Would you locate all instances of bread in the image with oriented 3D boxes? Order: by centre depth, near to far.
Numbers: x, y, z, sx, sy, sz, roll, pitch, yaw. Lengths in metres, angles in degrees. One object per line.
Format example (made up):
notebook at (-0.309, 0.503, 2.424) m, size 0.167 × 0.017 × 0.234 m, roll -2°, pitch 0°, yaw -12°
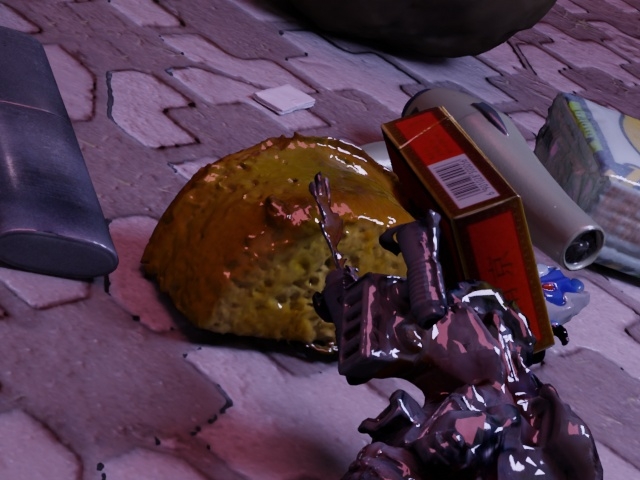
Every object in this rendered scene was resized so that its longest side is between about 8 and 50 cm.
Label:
bread at (-0.005, -0.002, 1.230) m, size 0.260 × 0.147 × 0.160 m, roll 11°, pitch 25°, yaw -28°

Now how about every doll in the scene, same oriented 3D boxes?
doll at (0.200, 0.065, 1.387) m, size 0.096 × 0.070 × 0.195 m, roll 1°, pitch 21°, yaw 20°

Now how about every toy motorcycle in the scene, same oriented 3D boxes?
toy motorcycle at (0.076, 0.100, 1.033) m, size 0.207 × 0.134 × 0.401 m, roll 7°, pitch 57°, yaw -33°

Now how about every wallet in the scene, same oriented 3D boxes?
wallet at (-0.040, -0.162, 1.678) m, size 0.044 × 0.011 × 0.083 m, roll 34°, pitch 25°, yaw 17°

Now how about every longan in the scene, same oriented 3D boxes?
longan at (0.141, -0.454, 1.975) m, size 0.436 × 0.404 × 0.404 m, roll 15°, pitch 26°, yaw -16°

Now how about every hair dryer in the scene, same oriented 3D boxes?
hair dryer at (0.147, -0.048, 1.523) m, size 0.296 × 0.119 × 0.298 m, roll 30°, pitch 35°, yaw 28°

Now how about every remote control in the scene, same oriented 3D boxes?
remote control at (-0.262, -0.091, 1.286) m, size 0.107 × 0.044 × 0.377 m, roll 16°, pitch 26°, yaw -30°

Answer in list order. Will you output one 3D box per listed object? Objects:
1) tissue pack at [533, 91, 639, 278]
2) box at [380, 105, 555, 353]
tissue pack at (0.410, -0.036, 1.709) m, size 0.311 × 0.128 × 0.228 m, roll 18°, pitch 27°, yaw -14°
box at (0.128, -0.010, 1.325) m, size 0.074 × 0.153 × 0.240 m, roll -22°, pitch 26°, yaw -2°
